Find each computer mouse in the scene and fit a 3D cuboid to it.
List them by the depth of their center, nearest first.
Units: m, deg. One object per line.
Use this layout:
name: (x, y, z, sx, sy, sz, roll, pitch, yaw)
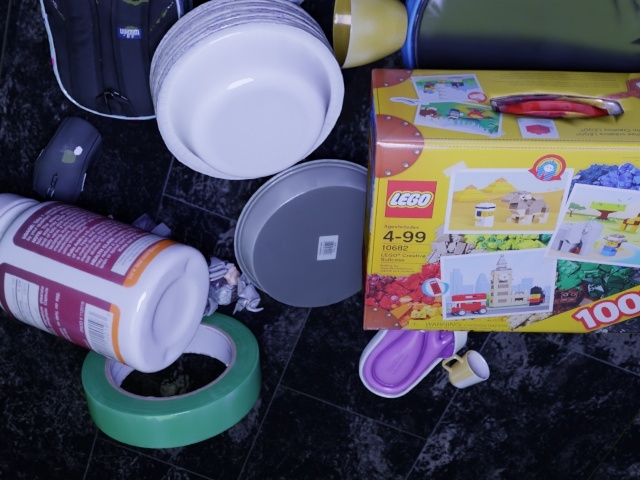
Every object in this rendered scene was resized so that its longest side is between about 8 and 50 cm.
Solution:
computer mouse: (-0.452, -0.089, 1.540, 0.184, 0.060, 0.262, 36, 120, -10)

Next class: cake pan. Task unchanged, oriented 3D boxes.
cake pan: (0.000, 0.000, 1.445, 0.293, 0.054, 0.293, -10, 126, -14)

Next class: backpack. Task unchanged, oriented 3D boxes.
backpack: (-0.305, -0.323, 1.302, 0.225, 0.191, 0.253, 6, 124, 4)

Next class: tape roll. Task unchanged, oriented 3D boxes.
tape roll: (-0.271, 0.245, 1.547, 0.322, 0.321, 0.077, 2, 120, 9)

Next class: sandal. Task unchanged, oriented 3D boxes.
sandal: (0.204, 0.153, 1.535, 0.170, 0.102, 0.416, 23, 120, -4)

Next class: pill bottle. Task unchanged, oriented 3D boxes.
pill bottle: (-0.410, 0.060, 1.439, 0.392, 0.224, 0.224, 19, 123, 20)

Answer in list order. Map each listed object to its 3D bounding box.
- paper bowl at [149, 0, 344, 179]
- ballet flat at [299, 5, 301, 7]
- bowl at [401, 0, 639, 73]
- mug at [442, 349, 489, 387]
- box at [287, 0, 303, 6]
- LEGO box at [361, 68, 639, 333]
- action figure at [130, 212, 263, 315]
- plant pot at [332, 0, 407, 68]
paper bowl: (-0.104, -0.208, 1.244, 0.284, 0.148, 0.284, -10, 138, -9)
ballet flat: (-0.083, -0.271, 1.360, 0.091, 0.077, 0.240, 15, 121, -1)
bowl: (0.315, -0.305, 1.269, 0.392, 0.077, 0.391, 4, 120, 8)
mug: (0.275, 0.246, 1.607, 0.064, 0.062, 0.078, -40, 86, 36)
box: (-0.103, -0.415, 1.262, 0.145, 0.038, 0.186, -41, 82, 27)
LEGO box: (0.318, -0.050, 1.261, 0.501, 0.193, 0.372, 0, 133, 0)
action figure: (-0.234, 0.067, 1.561, 0.285, 0.099, 0.185, 25, 139, 5)
plant pot: (0.078, -0.330, 1.278, 0.095, 0.134, 0.134, -1, 121, -11)
